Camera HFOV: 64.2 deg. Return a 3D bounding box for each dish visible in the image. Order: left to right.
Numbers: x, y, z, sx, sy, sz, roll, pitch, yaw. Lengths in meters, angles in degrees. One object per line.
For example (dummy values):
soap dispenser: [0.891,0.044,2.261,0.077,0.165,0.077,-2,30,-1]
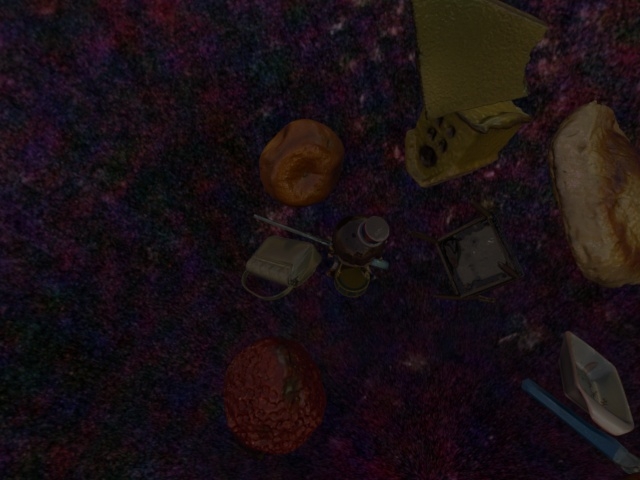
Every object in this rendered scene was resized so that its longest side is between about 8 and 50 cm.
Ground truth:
dish: [0.575,0.316,1.091,0.154,0.064,0.234,38,31,-3]

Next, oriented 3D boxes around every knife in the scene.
knife: [0.587,0.414,1.151,0.296,0.026,0.044,40,112,33]

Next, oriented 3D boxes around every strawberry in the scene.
strawberry: [-0.103,0.387,1.322,0.310,0.292,0.291,-39,57,33]

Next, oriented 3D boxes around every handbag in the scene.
handbag: [-0.135,0.091,1.568,0.256,0.079,0.219,12,55,48]

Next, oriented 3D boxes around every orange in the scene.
orange: [-0.049,-0.214,1.418,0.249,0.249,0.183,-24,39,0]

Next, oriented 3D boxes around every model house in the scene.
model house: [0.306,-0.214,1.119,0.193,0.234,0.175,-22,57,-34]

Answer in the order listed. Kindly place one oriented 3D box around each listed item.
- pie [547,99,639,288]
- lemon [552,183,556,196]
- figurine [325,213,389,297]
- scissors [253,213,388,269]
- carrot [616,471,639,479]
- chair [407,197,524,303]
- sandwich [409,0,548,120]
pie: [0.318,-0.051,0.564,0.084,0.179,0.205,-18,74,39]
lemon: [0.551,-0.119,1.114,0.082,0.111,0.082,-1,89,38]
figurine: [0.098,0.025,1.346,0.161,0.275,0.158,0,54,-3]
scissors: [0.000,0.000,1.602,0.447,0.192,0.029,21,94,0]
carrot: [0.151,0.188,0.309,0.248,0.043,0.043,0,56,-34]
chair: [0.347,0.037,1.157,0.166,0.272,0.188,-29,65,24]
sandwich: [0.257,-0.336,0.829,0.212,0.245,0.063,-12,41,8]
